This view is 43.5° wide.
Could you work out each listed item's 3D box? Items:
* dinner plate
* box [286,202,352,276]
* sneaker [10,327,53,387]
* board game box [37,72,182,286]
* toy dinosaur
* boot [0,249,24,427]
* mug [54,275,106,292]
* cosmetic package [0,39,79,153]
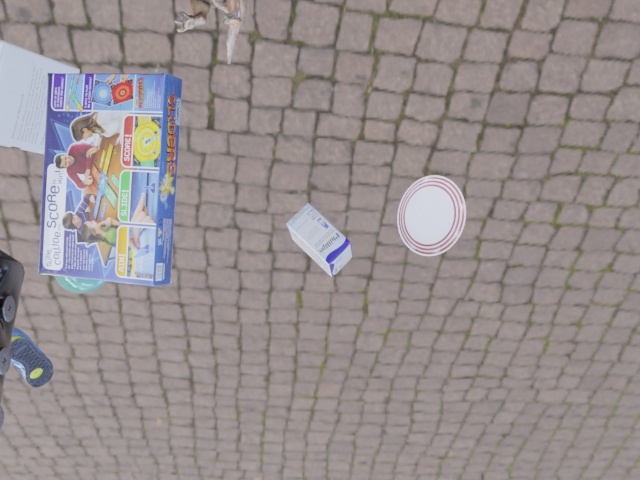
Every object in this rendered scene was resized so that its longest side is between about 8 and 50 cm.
[{"bbox_3d":[0.191,-0.043,1.393,0.141,0.141,0.017,25,175,-26],"label":"dinner plate"},{"bbox_3d":[0.000,0.000,1.794,0.072,0.137,0.126,-44,167,-7],"label":"box"},{"bbox_3d":[-0.676,0.258,1.831,0.069,0.082,0.209,-39,146,-20],"label":"sneaker"},{"bbox_3d":[-0.208,-0.061,0.785,0.136,0.201,0.035,5,-177,20],"label":"board game box"},{"bbox_3d":[-0.190,-0.463,1.369,0.127,0.200,0.295,-19,123,28],"label":"toy dinosaur"},{"bbox_3d":[-0.504,0.249,1.167,0.146,0.445,0.367,-5,154,-6],"label":"boot"},{"bbox_3d":[-0.560,0.056,1.949,0.158,0.129,0.097,-27,-176,-31],"label":"mug"},{"bbox_3d":[-0.502,-0.227,1.246,0.151,0.151,0.184,14,-177,20],"label":"cosmetic package"}]
